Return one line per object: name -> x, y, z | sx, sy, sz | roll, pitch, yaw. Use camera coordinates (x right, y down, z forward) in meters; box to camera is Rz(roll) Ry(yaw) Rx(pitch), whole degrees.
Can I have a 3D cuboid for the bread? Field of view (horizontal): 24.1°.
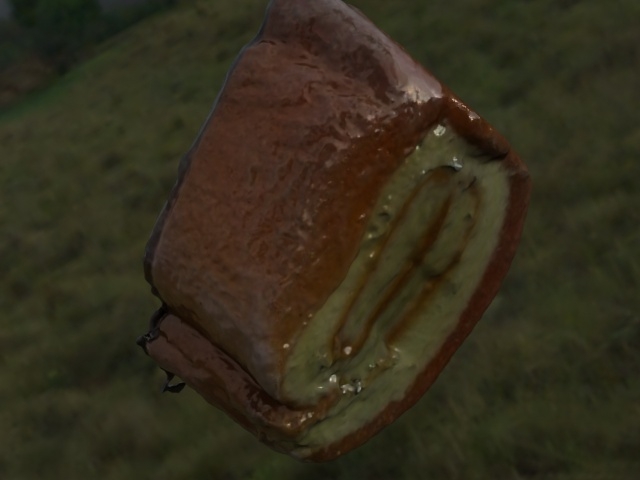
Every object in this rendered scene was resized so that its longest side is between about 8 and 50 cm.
bread -> 0.007, 0.004, 0.829 | 0.123, 0.190, 0.244 | 33, 96, 37
